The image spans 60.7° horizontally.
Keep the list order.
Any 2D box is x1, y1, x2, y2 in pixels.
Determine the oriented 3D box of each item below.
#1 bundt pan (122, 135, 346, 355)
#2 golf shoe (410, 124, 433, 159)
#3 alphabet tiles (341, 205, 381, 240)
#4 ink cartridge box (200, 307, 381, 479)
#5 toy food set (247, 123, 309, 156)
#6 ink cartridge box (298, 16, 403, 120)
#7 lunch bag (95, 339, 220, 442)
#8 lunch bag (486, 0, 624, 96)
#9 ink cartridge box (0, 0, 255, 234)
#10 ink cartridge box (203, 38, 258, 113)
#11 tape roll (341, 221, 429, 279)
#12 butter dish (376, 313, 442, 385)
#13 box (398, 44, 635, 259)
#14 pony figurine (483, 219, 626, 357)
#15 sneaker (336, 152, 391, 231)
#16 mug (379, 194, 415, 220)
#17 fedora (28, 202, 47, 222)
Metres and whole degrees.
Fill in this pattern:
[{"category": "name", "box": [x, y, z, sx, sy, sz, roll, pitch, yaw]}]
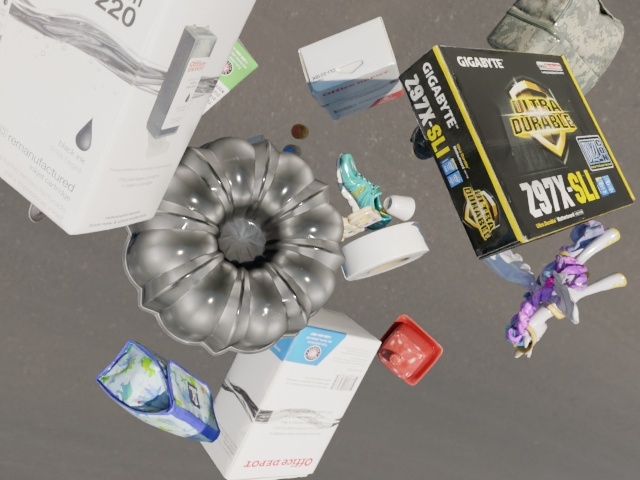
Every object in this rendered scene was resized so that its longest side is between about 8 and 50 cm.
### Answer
[{"category": "bundt pan", "box": [-0.107, -0.002, 0.772, 0.331, 0.330, 0.124, 10, 167, -18]}, {"category": "golf shoe", "box": [0.251, -0.235, 1.282, 0.077, 0.198, 0.094, 32, 138, -2]}, {"category": "alphabet tiles", "box": [0.000, 0.000, 1.235, 0.284, 0.021, 0.278, -27, 170, 12]}, {"category": "ink cartridge box", "box": [-0.074, 0.359, 1.319, 0.286, 0.166, 0.394, 21, 98, -44]}, {"category": "toy food set", "box": [-0.138, -0.227, 1.437, 0.232, 0.104, 0.111, -16, 96, 8]}, {"category": "ink cartridge box", "box": [0.081, -0.395, 1.300, 0.197, 0.114, 0.273, -18, 177, 11]}, {"category": "lunch bag", "box": [-0.223, 0.226, 0.788, 0.096, 0.151, 0.128, -52, 141, -16]}, {"category": "lunch bag", "box": [0.631, -0.533, 1.430, 0.305, 0.212, 0.256, 22, 114, -38]}, {"category": "ink cartridge box", "box": [-0.155, -0.138, 0.374, 0.159, 0.092, 0.217, 36, 111, 11]}, {"category": "ink cartridge box", "box": [-0.276, -0.275, 0.871, 0.278, 0.117, 0.201, -39, 142, 9]}, {"category": "tape roll", "box": [0.201, 0.038, 1.765, 0.286, 0.100, 0.286, -18, 170, -3]}, {"category": "butter dish", "box": [0.228, 0.317, 1.527, 0.160, 0.160, 0.118, -56, 159, 23]}, {"category": "box", "box": [0.280, -0.131, 0.747, 0.322, 0.257, 0.079, -13, 169, -39]}, {"category": "pony figurine", "box": [0.607, 0.111, 1.412, 0.363, 0.303, 0.351, -37, 127, -8]}, {"category": "sneaker", "box": [0.140, -0.161, 1.749, 0.110, 0.107, 0.275, -18, 107, 38]}, {"category": "mug", "box": [0.187, -0.080, 1.362, 0.064, 0.062, 0.078, 13, 125, -34]}, {"category": "fedora", "box": [-0.680, -0.139, 1.520, 0.124, 0.275, 0.243, 27, 96, -15]}]
